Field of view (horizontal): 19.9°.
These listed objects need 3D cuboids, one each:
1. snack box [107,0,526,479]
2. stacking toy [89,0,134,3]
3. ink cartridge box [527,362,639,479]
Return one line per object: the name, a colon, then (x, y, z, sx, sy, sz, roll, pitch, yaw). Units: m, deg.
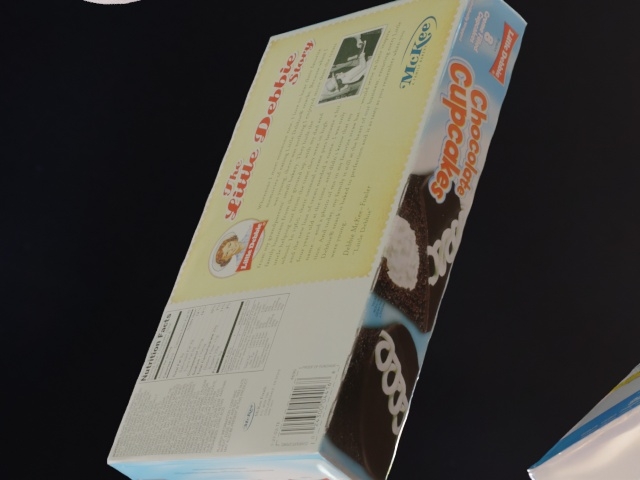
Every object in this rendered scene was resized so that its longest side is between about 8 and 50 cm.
snack box: (0.000, 0.000, 1.102, 0.060, 0.187, 0.322, 38, -121, -34)
stacking toy: (-0.025, -0.328, 0.743, 0.350, 0.350, 0.480, 2, -67, -49)
ink cartridge box: (0.296, 0.143, 1.243, 0.168, 0.171, 0.233, -39, -4, 40)
